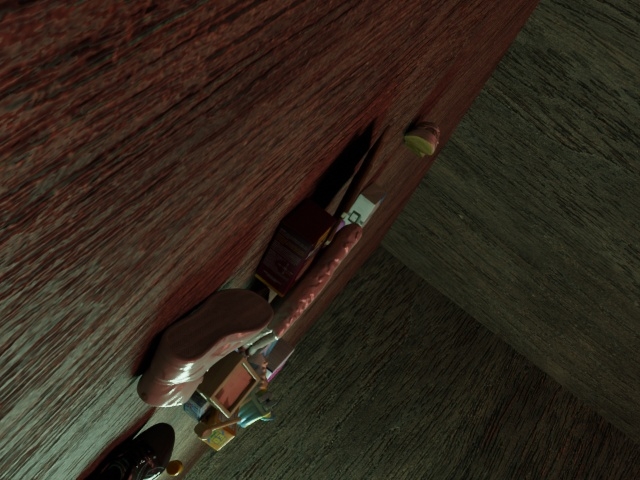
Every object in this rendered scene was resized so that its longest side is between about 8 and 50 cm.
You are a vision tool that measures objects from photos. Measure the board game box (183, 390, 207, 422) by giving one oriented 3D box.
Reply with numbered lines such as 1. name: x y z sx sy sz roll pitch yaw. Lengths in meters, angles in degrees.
1. board game box: -0.295 0.392 1.875 0.194 0.060 0.194 -50 173 -13

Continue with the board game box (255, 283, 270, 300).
1. board game box: -0.186 0.206 1.779 0.145 0.027 0.281 -51 173 -19

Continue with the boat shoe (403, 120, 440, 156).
1. boat shoe: 0.313 -0.318 2.119 0.096 0.098 0.277 -53 -178 4

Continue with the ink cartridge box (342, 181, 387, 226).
1. ink cartridge box: 0.125 -0.084 2.184 0.104 0.060 0.180 -44 169 -52

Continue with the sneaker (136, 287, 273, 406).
1. sneaker: -0.215 0.196 1.283 0.292 0.108 0.169 -23 153 -56

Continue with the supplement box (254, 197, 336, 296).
1. supplement box: -0.053 0.016 1.466 0.104 0.080 0.188 -46 170 -44

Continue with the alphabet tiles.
1. alphabet tiles: 0.069 -0.109 1.582 0.285 0.011 0.342 -62 -177 -9

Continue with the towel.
1. towel: -0.054 0.123 1.672 0.332 0.053 0.317 -52 -175 -27

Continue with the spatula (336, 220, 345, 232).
1. spatula: 0.000 0.000 1.928 0.084 0.030 0.296 -56 171 23

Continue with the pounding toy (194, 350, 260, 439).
1. pounding toy: -0.256 0.387 1.747 0.206 0.094 0.181 -50 145 -19

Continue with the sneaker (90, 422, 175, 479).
1. sneaker: -0.400 0.483 1.500 0.267 0.101 0.106 -45 168 -46

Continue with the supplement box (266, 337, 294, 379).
1. supplement box: -0.195 0.420 2.439 0.111 0.114 0.220 -56 174 23

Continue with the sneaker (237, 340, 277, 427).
1. sneaker: -0.186 0.440 2.198 0.319 0.208 0.127 -52 172 -6

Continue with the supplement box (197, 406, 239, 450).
1. supplement box: -0.282 0.484 1.996 0.078 0.080 0.233 -42 -164 17

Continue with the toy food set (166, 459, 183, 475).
1. toy food set: -0.477 0.675 1.895 0.232 0.111 0.104 -53 173 -15
